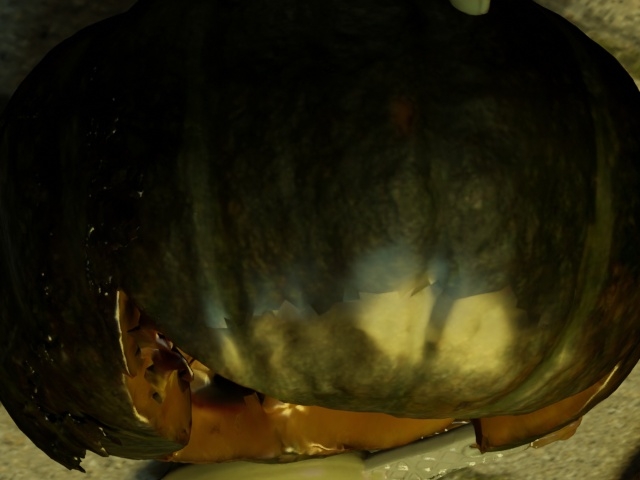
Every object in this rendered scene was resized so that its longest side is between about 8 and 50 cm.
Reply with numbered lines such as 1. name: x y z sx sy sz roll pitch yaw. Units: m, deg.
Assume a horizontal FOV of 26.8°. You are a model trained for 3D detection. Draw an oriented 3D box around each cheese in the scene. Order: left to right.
1. cheese: 0.015 0.158 0.871 0.252 0.054 0.127 -22 138 21

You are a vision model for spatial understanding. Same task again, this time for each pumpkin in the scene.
1. pumpkin: 0.000 0.000 0.600 0.321 0.192 0.320 -3 166 -1

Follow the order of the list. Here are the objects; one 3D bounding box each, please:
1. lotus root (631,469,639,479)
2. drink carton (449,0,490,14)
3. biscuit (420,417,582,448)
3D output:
1. lotus root: 0.262 0.207 0.981 0.094 0.108 0.190 32 136 -7
2. drink carton: -0.044 -0.189 0.464 0.190 0.185 0.191 -4 135 5
3. biscuit: 0.073 0.092 0.864 0.229 0.031 0.176 -2 133 -14
